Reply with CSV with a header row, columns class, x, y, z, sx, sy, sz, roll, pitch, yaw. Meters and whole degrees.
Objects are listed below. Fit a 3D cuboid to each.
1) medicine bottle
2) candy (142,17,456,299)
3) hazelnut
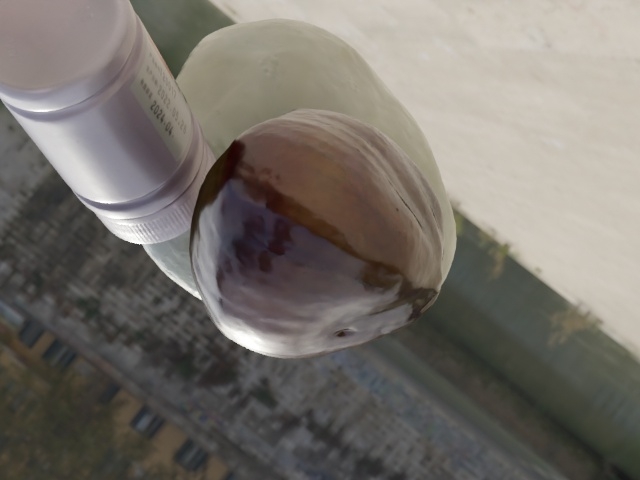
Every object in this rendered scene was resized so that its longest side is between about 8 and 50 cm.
class,x,y,z,sx,sy,sz,roll,pitch,yaw
medicine bottle,-0.182,-0.107,1.089,0.133,0.133,0.249,36,166,30
candy,-0.021,-0.067,1.563,0.427,0.386,0.186,41,161,-4
hazelnut,0.000,0.000,1.049,0.217,0.217,0.251,37,173,16
